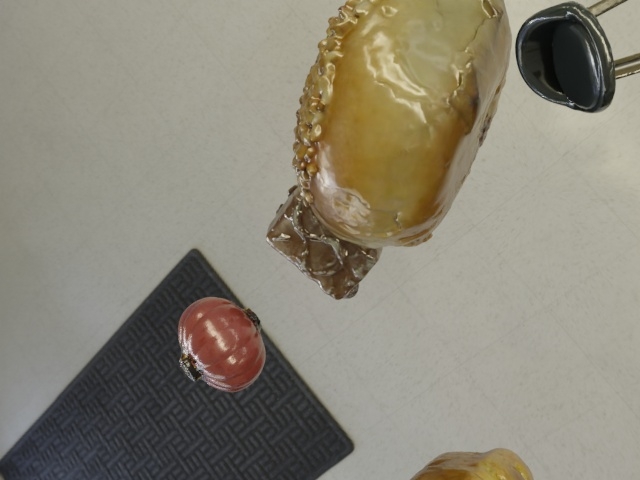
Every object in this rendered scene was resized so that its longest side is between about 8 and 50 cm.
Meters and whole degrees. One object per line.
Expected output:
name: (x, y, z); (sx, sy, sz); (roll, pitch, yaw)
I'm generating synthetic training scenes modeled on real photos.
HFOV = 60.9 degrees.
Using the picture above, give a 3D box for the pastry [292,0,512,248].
pastry: (0.110, -0.183, 0.776); (0.245, 0.409, 0.410); (24, 103, 15)

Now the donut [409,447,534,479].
donut: (0.154, 0.322, 0.545); (0.113, 0.226, 0.227); (-6, 93, 30)

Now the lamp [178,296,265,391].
lamp: (-0.106, 0.111, 0.585); (0.107, 0.092, 0.108); (39, 151, 27)

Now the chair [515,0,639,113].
chair: (0.280, -0.168, 0.432); (0.221, 0.095, 0.104); (-18, 133, 8)

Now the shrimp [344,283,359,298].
shrimp: (0.053, 0.063, 1.334); (0.065, 0.057, 0.165); (-13, 69, -21)

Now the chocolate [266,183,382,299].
chocolate: (0.000, 0.000, 1.028); (0.214, 0.093, 0.148); (37, 119, -3)
